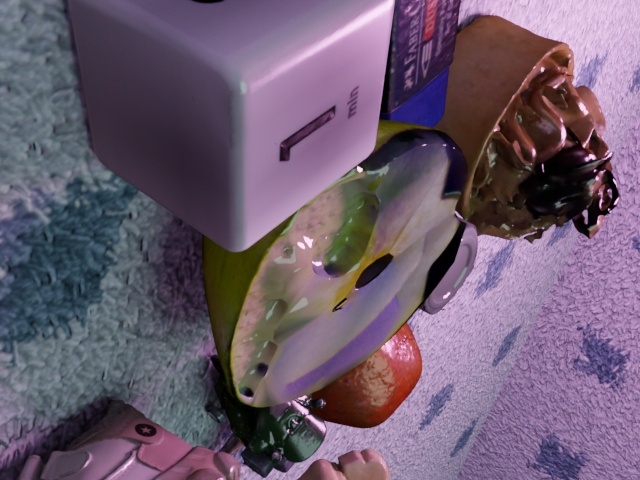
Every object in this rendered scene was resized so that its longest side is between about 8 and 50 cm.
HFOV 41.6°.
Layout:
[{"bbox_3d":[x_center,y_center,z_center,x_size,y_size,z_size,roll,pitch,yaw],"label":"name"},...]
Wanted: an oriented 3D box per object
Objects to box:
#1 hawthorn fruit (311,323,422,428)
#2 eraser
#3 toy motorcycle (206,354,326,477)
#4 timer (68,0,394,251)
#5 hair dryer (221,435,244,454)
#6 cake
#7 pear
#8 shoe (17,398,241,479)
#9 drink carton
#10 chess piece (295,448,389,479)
[{"bbox_3d":[0.031,0.158,1.266,0.211,0.211,0.299,-50,136,-16],"label":"hawthorn fruit"},{"bbox_3d":[0.089,-0.248,1.012,0.155,0.102,0.332,-42,151,-26],"label":"eraser"},{"bbox_3d":[-0.073,0.265,1.223,0.125,0.187,0.274,-47,156,-22],"label":"toy motorcycle"},{"bbox_3d":[-0.074,-0.142,0.731,0.195,0.192,0.194,-40,150,-34],"label":"timer"},{"bbox_3d":[-0.081,0.314,1.436,0.237,0.075,0.206,-33,153,-28],"label":"hair dryer"},{"bbox_3d":[0.329,-0.149,1.313,0.332,0.321,0.332,-44,154,-28],"label":"cake"},{"bbox_3d":[-0.005,0.000,1.020,0.399,0.165,0.398,-33,149,-23],"label":"pear"},{"bbox_3d":[-0.260,0.323,0.928,0.351,0.198,0.171,-27,140,-53],"label":"shoe"},{"bbox_3d":[0.125,-0.004,1.276,0.191,0.190,0.185,-47,148,-22],"label":"drink carton"},{"bbox_3d":[-0.080,0.425,1.290,0.397,0.117,0.117,-24,148,-7],"label":"chess piece"}]
